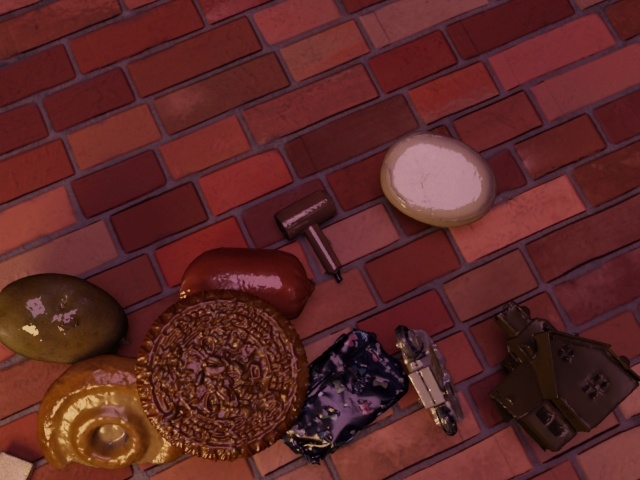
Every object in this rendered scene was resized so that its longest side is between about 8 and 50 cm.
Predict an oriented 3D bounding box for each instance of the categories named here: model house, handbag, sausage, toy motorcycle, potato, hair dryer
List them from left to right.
[{"bbox_3d":[-0.467,0.148,1.557,0.252,0.174,0.159,17,67,-12],"label":"potato"},{"bbox_3d":[-0.137,0.081,1.596,0.255,0.148,0.148,8,74,0],"label":"sausage"},{"bbox_3d":[0.000,0.000,1.670,0.117,0.064,0.181,-29,85,-11],"label":"hair dryer"},{"bbox_3d":[0.030,0.283,1.558,0.260,0.113,0.162,-41,82,-10],"label":"handbag"},{"bbox_3d":[0.201,0.245,1.568,0.074,0.151,0.228,-28,95,16],"label":"toy motorcycle"},{"bbox_3d":[0.390,0.229,1.528,0.204,0.211,0.243,-40,84,-13],"label":"model house"}]

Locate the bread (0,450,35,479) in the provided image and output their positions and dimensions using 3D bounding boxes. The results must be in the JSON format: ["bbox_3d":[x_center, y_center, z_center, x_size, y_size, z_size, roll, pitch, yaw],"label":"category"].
[{"bbox_3d":[-0.576,0.462,1.534,0.068,0.028,0.153,19,74,4],"label":"bread"}]

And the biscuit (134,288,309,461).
[{"bbox_3d":[-0.168,0.231,1.477,0.306,0.038,0.305,2,77,-9],"label":"biscuit"}]

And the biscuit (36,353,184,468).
[{"bbox_3d":[-0.374,0.309,1.520,0.274,0.091,0.213,-6,111,2],"label":"biscuit"}]

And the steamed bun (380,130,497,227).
[{"bbox_3d":[0.229,-0.115,1.666,0.228,0.131,0.177,17,85,2],"label":"steamed bun"}]
